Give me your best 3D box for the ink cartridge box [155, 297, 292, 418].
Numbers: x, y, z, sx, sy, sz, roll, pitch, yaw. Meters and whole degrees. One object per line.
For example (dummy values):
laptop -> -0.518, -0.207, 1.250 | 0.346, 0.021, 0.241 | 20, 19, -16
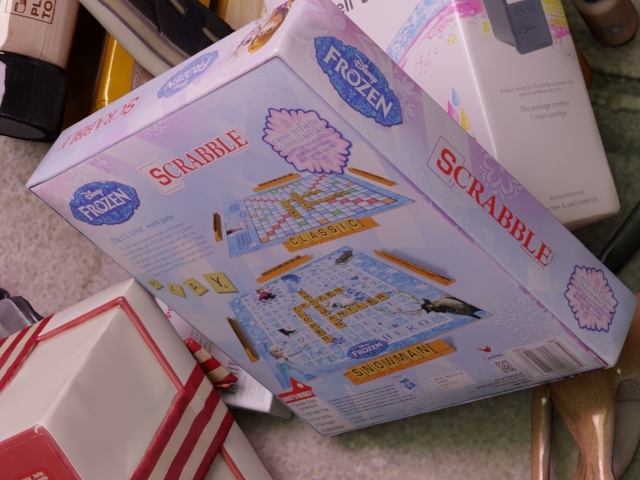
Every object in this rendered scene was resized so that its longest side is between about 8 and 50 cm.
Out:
ink cartridge box -> -0.078, 0.090, 1.408 | 0.122, 0.052, 0.088 | 10, 81, 22

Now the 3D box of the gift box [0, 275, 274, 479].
gift box -> -0.191, 0.214, 1.299 | 0.255, 0.258, 0.276 | -20, 110, 20

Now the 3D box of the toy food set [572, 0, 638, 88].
toy food set -> 0.274, -0.169, 1.301 | 0.232, 0.104, 0.111 | 1, 78, 22

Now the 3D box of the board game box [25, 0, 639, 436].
board game box -> 0.000, 0.000, 1.201 | 0.319, 0.318, 0.066 | -21, 34, 49

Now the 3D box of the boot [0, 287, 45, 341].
boot -> -0.390, 0.101, 1.509 | 0.338, 0.118, 0.222 | 24, 84, 14

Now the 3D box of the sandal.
sandal -> -0.110, -0.123, 1.290 | 0.086, 0.120, 0.303 | -35, 105, 25

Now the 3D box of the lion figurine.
lion figurine -> 0.272, 0.074, 1.230 | 0.392, 0.142, 0.240 | -23, 63, 20

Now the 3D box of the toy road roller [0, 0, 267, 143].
toy road roller -> -0.164, -0.159, 1.450 | 0.330, 0.240, 0.202 | 12, 81, -14

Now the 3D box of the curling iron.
curling iron -> 0.301, -0.067, 1.278 | 0.068, 0.035, 0.274 | 38, 108, -15

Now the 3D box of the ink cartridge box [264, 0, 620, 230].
ink cartridge box -> 0.070, -0.157, 1.287 | 0.207, 0.119, 0.353 | -22, 81, 50
